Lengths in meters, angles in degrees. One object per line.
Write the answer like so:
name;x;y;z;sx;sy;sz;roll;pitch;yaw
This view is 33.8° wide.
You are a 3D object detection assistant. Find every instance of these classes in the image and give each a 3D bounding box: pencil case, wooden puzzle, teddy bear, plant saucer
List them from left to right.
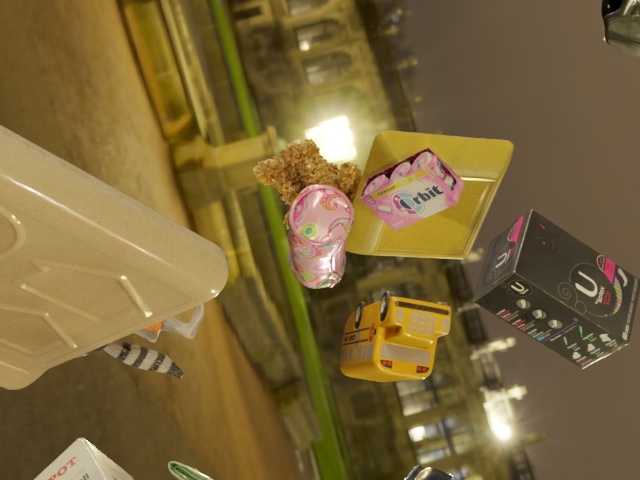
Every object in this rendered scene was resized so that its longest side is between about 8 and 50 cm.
wooden puzzle;-0.313;0.013;1.015;0.322;0.347;0.081;31;45;-38
pencil case;0.000;0.000;1.936;0.284;0.124;0.124;94;-18;-70
teddy bear;0.003;-0.102;2.416;0.113;0.245;0.338;-95;158;-47
plant saucer;0.243;-0.076;2.338;0.081;0.332;0.333;-110;-151;-47

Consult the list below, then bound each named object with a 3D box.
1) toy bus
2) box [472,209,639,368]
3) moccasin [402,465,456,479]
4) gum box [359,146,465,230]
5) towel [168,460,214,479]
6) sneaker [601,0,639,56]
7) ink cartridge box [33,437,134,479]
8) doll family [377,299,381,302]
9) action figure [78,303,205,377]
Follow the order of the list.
toy bus;0.122;0.172;1.819;0.332;0.108;0.130;144;-43;-75
box;0.454;0.096;2.016;0.143;0.270;0.165;-45;-162;52
moccasin;0.137;0.570;2.083;0.116;0.342;0.138;21;-55;36
gum box;0.182;-0.100;2.066;0.107;0.188;0.062;42;50;-21
towel;-0.084;0.462;1.671;0.038;0.247;0.325;-58;148;-18
sneaker;0.485;-0.357;1.530;0.276;0.135;0.098;-56;147;-38
ink cartridge box;-0.286;0.410;1.265;0.289;0.211;0.121;39;-11;50
doll family;0.149;0.179;2.271;0.111;0.076;0.193;45;-6;8
action figure;-0.349;0.140;1.621;0.341;0.330;0.179;12;-80;61
